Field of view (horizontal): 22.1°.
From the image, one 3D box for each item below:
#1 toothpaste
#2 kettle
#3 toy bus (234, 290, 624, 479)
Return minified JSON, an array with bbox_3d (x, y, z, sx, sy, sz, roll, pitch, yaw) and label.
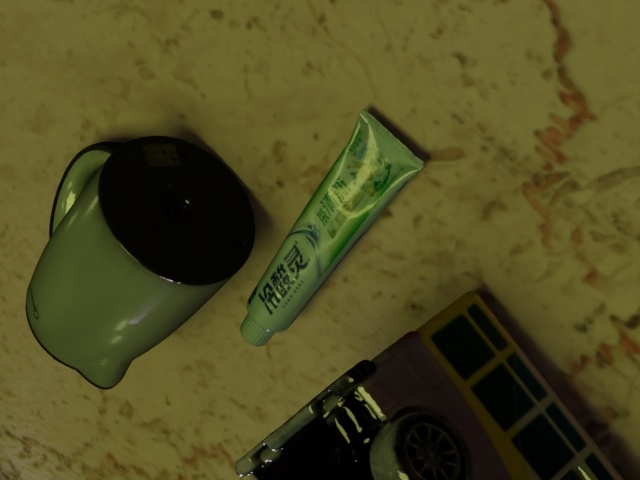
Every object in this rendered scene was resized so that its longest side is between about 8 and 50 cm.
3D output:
[{"bbox_3d":[0.000,0.000,1.528,0.075,0.048,0.297,44,130,10],"label":"toothpaste"},{"bbox_3d":[-0.197,0.003,1.614,0.236,0.161,0.221,-46,58,47],"label":"kettle"},{"bbox_3d":[0.164,0.289,1.441,0.440,0.249,0.209,52,135,6],"label":"toy bus"}]
